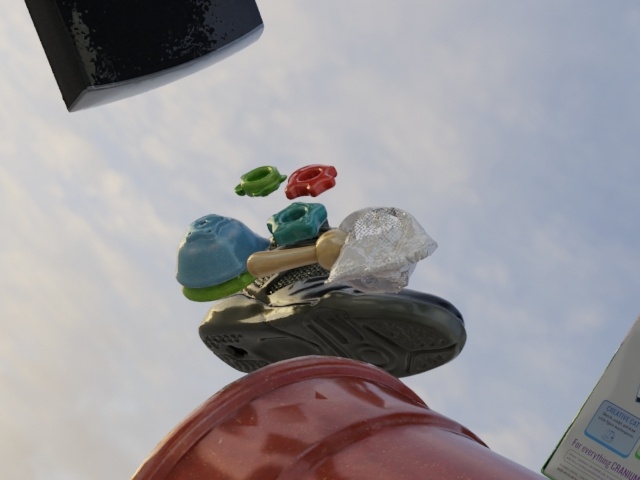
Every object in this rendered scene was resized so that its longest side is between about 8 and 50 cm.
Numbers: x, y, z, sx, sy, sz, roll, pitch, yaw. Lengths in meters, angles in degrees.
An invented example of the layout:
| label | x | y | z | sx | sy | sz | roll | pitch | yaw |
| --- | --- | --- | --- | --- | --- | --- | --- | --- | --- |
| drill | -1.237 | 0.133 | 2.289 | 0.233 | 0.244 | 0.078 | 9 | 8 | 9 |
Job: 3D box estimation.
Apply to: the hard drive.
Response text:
| label | x | y | z | sx | sy | sz | roll | pitch | yaw |
| --- | --- | --- | --- | --- | --- | --- | --- | --- | --- |
| hard drive | -0.184 | -0.254 | 1.345 | 0.054 | 0.254 | 0.172 | -2 | -69 | 57 |

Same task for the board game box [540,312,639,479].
| label | x | y | z | sx | sy | sz | roll | pitch | yaw |
| --- | --- | --- | --- | --- | --- | --- | --- | --- | --- |
| board game box | 0.364 | 0.120 | 0.997 | 0.242 | 0.317 | 0.064 | 30 | -6 | 35 |

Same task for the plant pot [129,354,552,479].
| label | x | y | z | sx | sy | sz | roll | pitch | yaw |
| --- | --- | --- | --- | --- | --- | --- | --- | --- | --- |
| plant pot | 0.067 | 0.214 | 0.562 | 0.265 | 0.272 | 0.272 | 13 | -47 | 48 |

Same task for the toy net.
| label | x | y | z | sx | sy | sz | roll | pitch | yaw |
| --- | --- | --- | --- | --- | --- | --- | --- | --- | --- |
| toy net | 0.000 | 0.000 | 0.827 | 0.232 | 0.122 | 0.045 | 9 | -51 | 46 |

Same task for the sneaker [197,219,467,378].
| label | x | y | z | sx | sy | sz | roll | pitch | yaw |
| --- | --- | --- | --- | --- | --- | --- | --- | --- | --- |
| sneaker | 0.019 | 0.032 | 0.904 | 0.227 | 0.130 | 0.087 | -5 | -42 | 46 |
